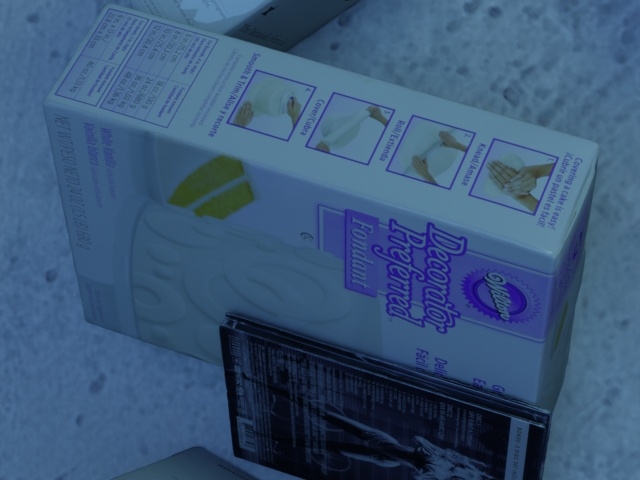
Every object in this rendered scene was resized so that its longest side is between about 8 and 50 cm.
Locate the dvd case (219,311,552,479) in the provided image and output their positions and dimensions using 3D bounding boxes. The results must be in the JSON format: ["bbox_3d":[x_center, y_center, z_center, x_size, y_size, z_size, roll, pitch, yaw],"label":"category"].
[{"bbox_3d":[0.041,0.129,1.266,0.221,0.164,0.018,17,55,14],"label":"dvd case"}]

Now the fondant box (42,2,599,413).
[{"bbox_3d":[0.000,0.000,1.222,0.330,0.238,0.096,16,55,13],"label":"fondant box"}]

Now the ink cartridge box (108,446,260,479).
[{"bbox_3d":[-0.135,0.310,1.181,0.166,0.395,0.285,27,98,13],"label":"ink cartridge box"}]

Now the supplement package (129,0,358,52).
[{"bbox_3d":[-0.014,-0.228,1.268,0.244,0.139,0.134,-33,82,14],"label":"supplement package"}]
